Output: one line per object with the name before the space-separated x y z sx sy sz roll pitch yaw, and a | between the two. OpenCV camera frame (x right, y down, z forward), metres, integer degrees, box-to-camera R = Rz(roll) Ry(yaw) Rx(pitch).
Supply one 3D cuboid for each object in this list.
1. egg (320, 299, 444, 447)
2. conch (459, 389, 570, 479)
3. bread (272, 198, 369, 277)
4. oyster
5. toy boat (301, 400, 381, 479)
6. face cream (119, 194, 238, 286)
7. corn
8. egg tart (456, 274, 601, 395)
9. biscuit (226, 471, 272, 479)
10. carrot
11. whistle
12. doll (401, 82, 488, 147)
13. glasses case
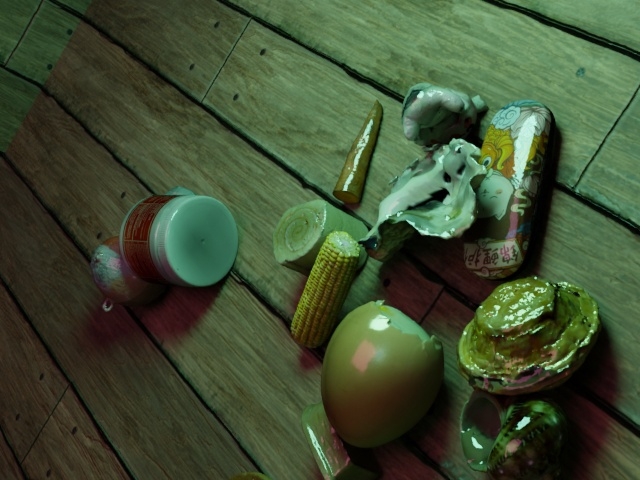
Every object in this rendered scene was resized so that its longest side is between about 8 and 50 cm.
egg | 0.098 0.229 1.776 0.201 0.201 0.244 22 88 49
conch | 0.295 0.306 1.584 0.187 0.124 0.181 -49 25 46
bread | 0.000 0.000 2.042 0.148 0.141 0.134 -33 51 30
oyster | 0.175 -0.052 1.854 0.351 0.115 0.238 -42 13 52
toy boat | 0.031 0.349 1.853 0.061 0.116 0.188 -43 47 16
face cream | -0.313 0.000 2.324 0.187 0.201 0.201 2 72 46
corn | 0.010 0.097 1.976 0.081 0.081 0.248 61 140 44
egg tart | 0.312 0.134 1.625 0.241 0.106 0.241 -20 31 13
biscuit | -0.130 0.511 1.999 0.221 0.029 0.141 17 84 50
carrot | 0.087 -0.184 2.123 0.057 0.057 0.224 5 69 47
whistle | -0.415 0.011 2.465 0.189 0.189 0.347 20 74 49
doll | 0.213 -0.226 1.920 0.149 0.192 0.095 -37 68 20
glasses case | 0.321 -0.087 1.796 0.122 0.082 0.320 -1 70 45
